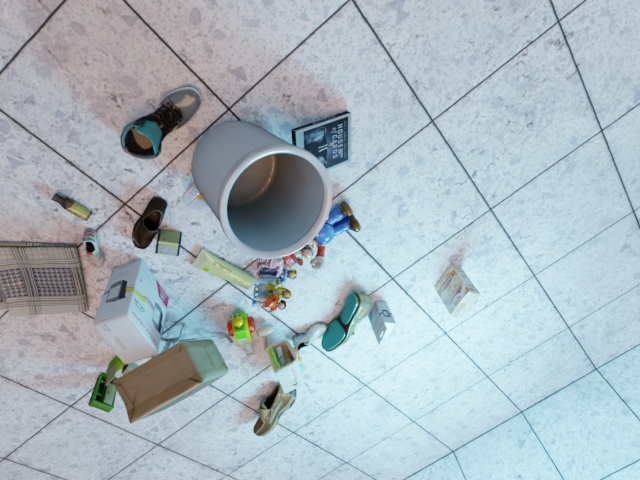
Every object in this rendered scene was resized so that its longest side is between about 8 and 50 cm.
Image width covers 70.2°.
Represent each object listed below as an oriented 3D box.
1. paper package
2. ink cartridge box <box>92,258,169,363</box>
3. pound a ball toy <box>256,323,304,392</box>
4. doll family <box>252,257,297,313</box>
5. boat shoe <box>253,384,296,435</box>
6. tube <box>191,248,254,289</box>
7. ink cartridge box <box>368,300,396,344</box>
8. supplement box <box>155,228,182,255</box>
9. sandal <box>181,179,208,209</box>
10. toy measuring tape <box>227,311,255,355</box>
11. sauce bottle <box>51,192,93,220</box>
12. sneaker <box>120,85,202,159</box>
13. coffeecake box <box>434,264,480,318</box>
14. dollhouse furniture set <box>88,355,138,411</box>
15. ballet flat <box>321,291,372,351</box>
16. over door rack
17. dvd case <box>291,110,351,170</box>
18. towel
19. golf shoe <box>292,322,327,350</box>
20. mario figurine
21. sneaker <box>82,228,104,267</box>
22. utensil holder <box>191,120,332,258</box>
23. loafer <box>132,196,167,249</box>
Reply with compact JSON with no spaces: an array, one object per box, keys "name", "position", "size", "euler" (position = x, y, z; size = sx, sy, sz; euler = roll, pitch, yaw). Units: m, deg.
[{"name":"paper package","position":[-0.552,0.519,1.721],"size":[0.309,0.168,0.325],"euler":[-31,169,-2]},{"name":"ink cartridge box","position":[-0.674,0.252,1.652],"size":[0.131,0.306,0.226],"euler":[-19,126,1]},{"name":"pound a ball toy","position":[-0.165,0.516,2.037],"size":[0.135,0.208,0.319],"euler":[-25,144,-13]},{"name":"doll family","position":[-0.179,0.160,1.833],"size":[0.163,0.118,0.263],"euler":[8,104,-10]},{"name":"boat shoe","position":[-0.248,0.829,2.260],"size":[0.119,0.123,0.324],"euler":[31,105,-22]},{"name":"tube","position":[-0.376,0.119,1.781],"size":[0.240,0.062,0.070],"euler":[29,73,-22]},{"name":"ink cartridge box","position":[0.276,0.365,2.009],"size":[0.060,0.180,0.104],"euler":[9,122,-17]},{"name":"supplement box","position":[-0.550,0.008,1.649],"size":[0.083,0.083,0.056],"euler":[9,121,-18]},{"name":"sandal","position":[-0.361,-0.212,1.554],"size":[0.265,0.076,0.102],"euler":[-44,129,-4]},{"name":"toy measuring tape","position":[-0.331,0.394,1.969],"size":[0.121,0.121,0.330],"euler":[-11,148,-5]},{"name":"sauce bottle","position":[-0.837,-0.114,1.533],"size":[0.128,0.042,0.042],"euler":[35,110,-27]},{"name":"sneaker","position":[-0.485,-0.345,1.366],"size":[0.295,0.178,0.124],"euler":[-32,124,10]},{"name":"coffeecake box","position":[0.590,0.220,1.974],"size":[0.068,0.185,0.142],"euler":[17,118,-22]},{"name":"dollhouse furniture set","position":[-0.807,0.655,1.991],"size":[0.301,0.151,0.197],"euler":[36,110,-30]},{"name":"ballet flat","position":[0.124,0.370,2.029],"size":[0.123,0.123,0.349],"euler":[17,119,-22]},{"name":"over door rack","position":[-0.577,0.479,1.962],"size":[0.324,0.108,0.240],"euler":[13,120,-36]},{"name":"dvd case","position":[0.009,-0.315,1.517],"size":[0.238,0.029,0.179],"euler":[-26,132,-30]},{"name":"towel","position":[-1.038,0.146,1.657],"size":[0.324,0.056,0.312],"euler":[1,123,-12]},{"name":"golf shoe","position":[-0.043,0.442,2.052],"size":[0.176,0.086,0.069],"euler":[-32,122,8]},{"name":"mario figurine","position":[0.000,0.000,1.705],"size":[0.320,0.170,0.198],"euler":[-33,90,2]},{"name":"sneaker","position":[-0.816,0.043,1.621],"size":[0.057,0.075,0.161],"euler":[-2,124,-10]},{"name":"utensil holder","position":[-0.197,-0.175,1.375],"size":[0.327,0.385,0.328],"euler":[-14,122,-24]},{"name":"loafer","position":[-0.609,-0.050,1.600],"size":[0.080,0.078,0.220],"euler":[20,117,-23]}]
